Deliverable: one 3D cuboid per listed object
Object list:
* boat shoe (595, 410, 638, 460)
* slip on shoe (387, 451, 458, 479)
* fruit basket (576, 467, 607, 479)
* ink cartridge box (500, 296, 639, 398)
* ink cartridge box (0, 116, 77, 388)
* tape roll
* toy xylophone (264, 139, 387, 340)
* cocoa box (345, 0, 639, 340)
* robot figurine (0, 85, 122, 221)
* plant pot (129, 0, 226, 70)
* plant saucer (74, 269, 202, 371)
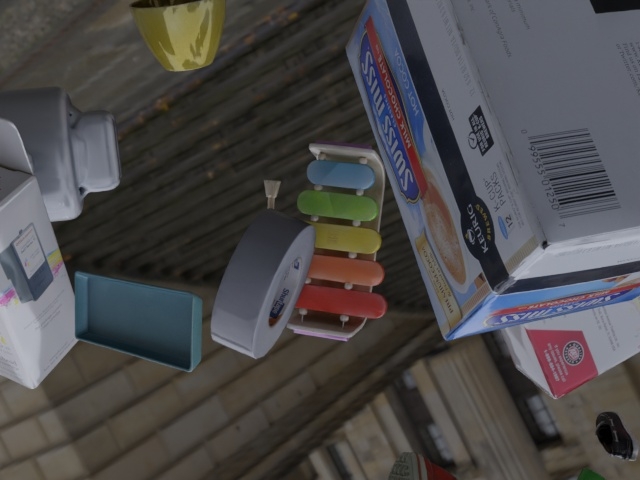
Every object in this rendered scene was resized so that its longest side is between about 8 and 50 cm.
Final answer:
[{"bbox_3d":[0.416,0.279,1.431,0.038,0.046,0.125,8,-164,-6],"label":"boat shoe"},{"bbox_3d":[0.149,0.417,1.292,0.331,0.101,0.123,-89,-157,-56],"label":"slip on shoe"},{"bbox_3d":[0.496,0.459,1.373,0.392,0.392,0.283,-28,-135,-28],"label":"fruit basket"},{"bbox_3d":[0.381,0.036,1.352,0.306,0.226,0.131,-28,-162,-9],"label":"ink cartridge box"},{"bbox_3d":[-0.439,0.001,1.237,0.207,0.354,0.119,18,-133,24],"label":"ink cartridge box"},{"bbox_3d":[-0.083,0.065,1.498,0.219,0.072,0.219,21,90,-78],"label":"tape roll"},{"bbox_3d":[0.000,0.000,1.628,0.236,0.323,0.081,-1,178,21],"label":"toy xylophone"},{"bbox_3d":[0.198,-0.116,0.942,0.231,0.347,0.228,-9,159,-20],"label":"cocoa box"},{"bbox_3d":[-0.477,-0.119,1.472,0.353,0.200,0.300,-6,-174,-8],"label":"robot figurine"},{"bbox_3d":[-0.191,-0.291,1.387,0.134,0.095,0.134,-7,-158,3],"label":"plant pot"},{"bbox_3d":[-0.165,0.068,0.887,0.018,0.067,0.192,-3,-174,-42],"label":"plant saucer"}]
